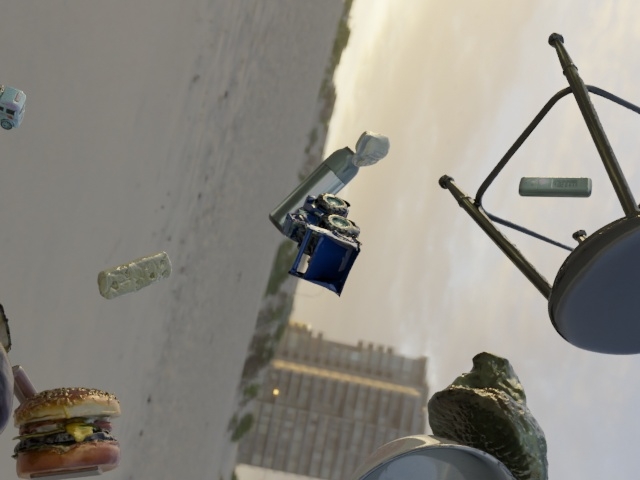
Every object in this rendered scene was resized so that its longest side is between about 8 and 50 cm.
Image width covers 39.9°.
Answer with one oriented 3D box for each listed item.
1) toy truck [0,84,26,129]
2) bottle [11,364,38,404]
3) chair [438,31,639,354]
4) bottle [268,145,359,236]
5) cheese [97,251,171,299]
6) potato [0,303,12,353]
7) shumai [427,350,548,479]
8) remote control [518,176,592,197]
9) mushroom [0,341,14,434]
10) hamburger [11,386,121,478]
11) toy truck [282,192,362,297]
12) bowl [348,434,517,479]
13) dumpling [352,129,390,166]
[{"bbox_3d":[-0.803,-0.352,2.135,0.080,0.178,0.115,-88,-156,-44],"label":"toy truck"},{"bbox_3d":[-0.774,0.396,2.309,0.053,0.053,0.140,-101,167,-71],"label":"bottle"},{"bbox_3d":[0.487,-0.045,1.508,0.362,0.365,0.410,-55,-152,33],"label":"chair"},{"bbox_3d":[-0.008,-0.113,2.068,0.254,0.079,0.096,-44,153,2],"label":"bottle"},{"bbox_3d":[-0.373,0.071,1.782,0.194,0.043,0.065,-22,94,-58],"label":"cheese"},{"bbox_3d":[-0.853,0.216,1.900,0.237,0.301,0.288,-39,128,-46],"label":"potato"},{"bbox_3d":[0.355,0.343,1.676,0.272,0.204,0.222,49,-38,24],"label":"shumai"},{"bbox_3d":[0.408,-0.094,1.534,0.053,0.124,0.018,-69,154,-49],"label":"remote control"},{"bbox_3d":[-0.659,0.224,1.468,0.345,0.260,0.345,24,-62,57],"label":"mushroom"},{"bbox_3d":[-0.636,0.481,2.210,0.291,0.291,0.225,125,-41,-69],"label":"hamburger"},{"bbox_3d":[0.000,0.000,1.654,0.208,0.126,0.113,-115,-139,-55],"label":"toy truck"},{"bbox_3d":[0.171,0.462,1.578,0.157,0.346,0.345,-110,-146,-65],"label":"bowl"},{"bbox_3d":[0.077,-0.135,1.332,0.076,0.052,0.057,-89,-167,-80],"label":"dumpling"}]
